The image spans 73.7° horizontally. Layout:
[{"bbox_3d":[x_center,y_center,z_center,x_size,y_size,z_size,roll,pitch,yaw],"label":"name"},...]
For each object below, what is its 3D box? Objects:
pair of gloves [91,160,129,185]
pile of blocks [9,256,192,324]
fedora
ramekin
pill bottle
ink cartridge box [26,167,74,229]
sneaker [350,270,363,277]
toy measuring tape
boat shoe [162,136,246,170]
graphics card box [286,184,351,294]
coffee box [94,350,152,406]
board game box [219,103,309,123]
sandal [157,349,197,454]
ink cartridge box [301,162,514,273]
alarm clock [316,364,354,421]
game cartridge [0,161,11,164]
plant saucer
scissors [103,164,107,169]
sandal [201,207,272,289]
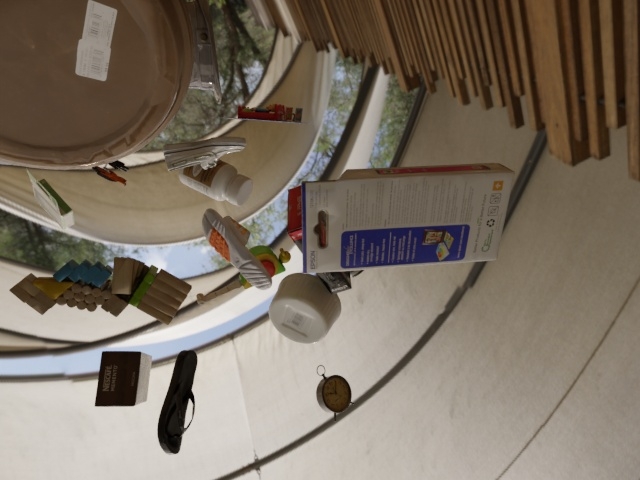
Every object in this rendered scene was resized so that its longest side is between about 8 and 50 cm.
[{"bbox_3d":[-0.463,-0.159,0.943,0.010,0.074,0.083,-40,-138,24],"label":"pair of gloves"},{"bbox_3d":[-0.488,0.096,0.990,0.362,0.149,0.112,8,-171,-18],"label":"pile of blocks"},{"bbox_3d":[-0.343,-0.493,1.107,0.124,0.275,0.244,-10,-154,-17],"label":"fedora"},{"bbox_3d":[-0.068,0.276,1.677,0.277,0.277,0.135,-9,-152,28],"label":"ramekin"},{"bbox_3d":[-0.353,-0.209,1.455,0.229,0.131,0.131,26,-129,12],"label":"pill bottle"},{"bbox_3d":[-1.010,-0.161,1.603,0.056,0.171,0.235,-42,177,-37],"label":"ink cartridge box"},{"bbox_3d":[0.141,0.011,1.770,0.124,0.178,0.295,-37,-168,35],"label":"sneaker"},{"bbox_3d":[-0.250,0.096,1.367,0.330,0.121,0.121,-22,-151,-13],"label":"toy measuring tape"},{"bbox_3d":[-0.305,-0.227,1.140,0.226,0.076,0.083,-5,-175,9],"label":"boat shoe"},{"bbox_3d":[0.000,0.000,1.553,0.094,0.371,0.233,-19,-138,14],"label":"graphics card box"},{"bbox_3d":[-0.656,0.466,1.442,0.119,0.297,0.168,5,-109,-14],"label":"coffee box"},{"bbox_3d":[-0.105,-0.242,0.807,0.169,0.033,0.133,-5,-163,-31],"label":"board game box"},{"bbox_3d":[-0.354,0.409,1.089,0.054,0.097,0.254,-1,-112,15],"label":"sandal"},{"bbox_3d":[0.148,-0.040,0.762,0.371,0.176,0.069,-5,-153,-9],"label":"ink cartridge box"},{"bbox_3d":[0.037,0.540,1.548,0.129,0.192,0.064,-26,179,-40],"label":"alarm clock"},{"bbox_3d":[-0.845,-0.291,0.972,0.355,0.230,0.068,131,-39,-61],"label":"game cartridge"},{"bbox_3d":[-0.254,-0.174,0.388,0.278,0.278,0.041,-28,-129,-1],"label":"plant saucer"},{"bbox_3d":[-0.801,-0.352,1.630,0.297,0.021,0.109,-47,-154,29],"label":"scissors"},{"bbox_3d":[-0.212,0.019,1.144,0.102,0.265,0.076,-43,177,42],"label":"sandal"}]
